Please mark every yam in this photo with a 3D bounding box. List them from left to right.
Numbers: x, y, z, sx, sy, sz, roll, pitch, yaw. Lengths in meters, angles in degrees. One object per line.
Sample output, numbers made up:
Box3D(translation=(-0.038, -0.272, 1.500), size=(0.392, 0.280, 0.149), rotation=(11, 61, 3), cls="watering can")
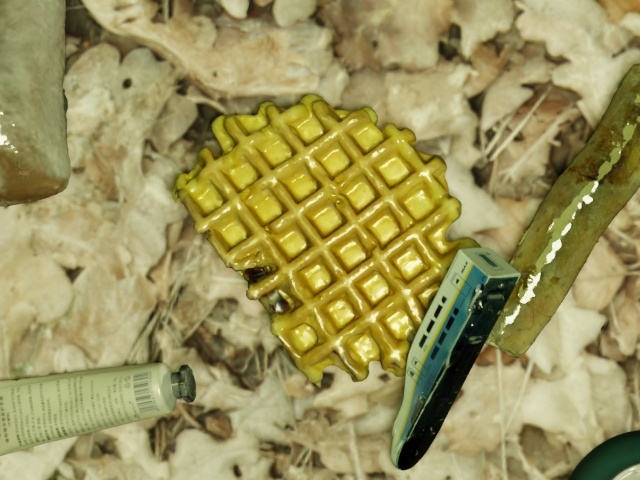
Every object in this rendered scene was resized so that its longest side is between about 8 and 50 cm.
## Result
Box3D(translation=(0.247, -0.027, 1.860), size=(0.067, 0.071, 0.317), rotation=(32, 91, 45), cls="yam")

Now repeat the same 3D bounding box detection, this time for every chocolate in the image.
Box3D(translation=(-0.350, -0.186, 1.938), size=(0.185, 0.100, 0.303), rotation=(-5, 82, 10), cls="chocolate")

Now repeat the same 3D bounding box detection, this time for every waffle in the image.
Box3D(translation=(0.000, -0.001, 1.892), size=(0.309, 0.065, 0.283), rotation=(9, 87, 9), cls="waffle")

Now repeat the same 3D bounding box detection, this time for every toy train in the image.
Box3D(translation=(0.113, 0.115, 1.846), size=(0.051, 0.052, 0.234), rotation=(45, 122, 35), cls="toy train")

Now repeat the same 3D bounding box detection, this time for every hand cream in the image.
Box3D(translation=(-0.238, 0.162, 1.924), size=(0.234, 0.050, 0.080), rotation=(-10, 85, 11), cls="hand cream")

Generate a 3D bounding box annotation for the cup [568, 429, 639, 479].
Box3D(translation=(0.303, 0.253, 1.780), size=(0.167, 0.173, 0.300), rotation=(5, 87, 9), cls="cup")
